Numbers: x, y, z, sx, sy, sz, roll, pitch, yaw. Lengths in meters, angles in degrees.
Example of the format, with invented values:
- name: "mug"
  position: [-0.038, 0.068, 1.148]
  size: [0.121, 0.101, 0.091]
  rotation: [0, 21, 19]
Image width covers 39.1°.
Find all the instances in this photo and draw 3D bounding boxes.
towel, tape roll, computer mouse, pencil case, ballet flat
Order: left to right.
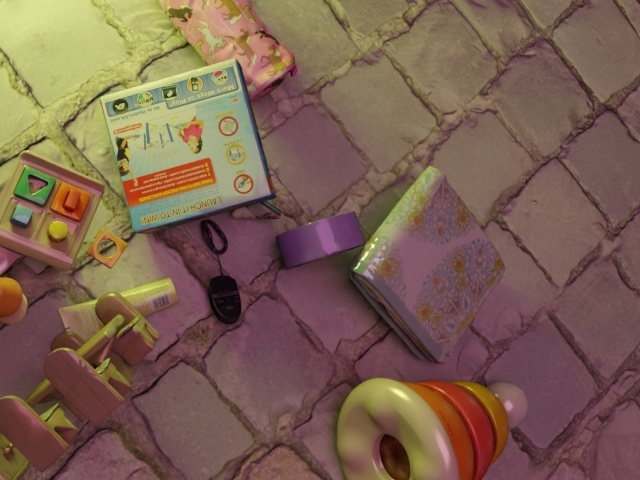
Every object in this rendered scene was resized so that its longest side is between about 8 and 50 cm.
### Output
- name: "computer mouse"
  position: [-0.228, 0.070, 2.000]
  size: [0.071, 0.041, 0.242]
  rotation: [-6, 76, -30]
- name: "pencil case"
  position: [-0.220, -0.489, 2.028]
  size: [0.386, 0.167, 0.160]
  rotation: [53, 34, -6]
- name: "ballet flat"
  position: [-0.193, -0.102, 2.025]
  size: [0.221, 0.077, 0.079]
  rotation: [40, 89, -5]
- name: "tape roll"
  position: [0.000, 0.000, 2.010]
  size: [0.189, 0.189, 0.080]
  rotation: [-17, 87, -22]
- name: "towel"
  position: [0.255, 0.067, 2.086]
  size: [0.320, 0.090, 0.374]
  rotation: [-53, 125, -20]

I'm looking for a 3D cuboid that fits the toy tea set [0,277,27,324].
- name: "toy tea set"
  position: [-0.710, 0.151, 1.708]
  size: [0.336, 0.124, 0.199]
  rotation: [1, 78, 14]

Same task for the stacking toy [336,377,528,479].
- name: "stacking toy"
  position: [0.309, 0.434, 2.033]
  size: [0.480, 0.351, 0.350]
  rotation: [-11, 85, -38]

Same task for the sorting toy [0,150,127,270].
- name: "sorting toy"
  position: [-0.542, -0.061, 1.786]
  size: [0.348, 0.047, 0.195]
  rotation: [24, 73, -17]

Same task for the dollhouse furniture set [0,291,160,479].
- name: "dollhouse furniture set"
  position: [-0.548, 0.259, 1.686]
  size: [0.394, 0.362, 0.256]
  rotation: [-41, 99, 9]

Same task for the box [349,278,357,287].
- name: "box"
  position: [0.181, 0.031, 2.142]
  size: [0.100, 0.060, 0.244]
  rotation: [40, 70, -10]

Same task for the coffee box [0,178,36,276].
- name: "coffee box"
  position: [-0.660, -0.001, 1.811]
  size: [0.246, 0.098, 0.141]
  rotation: [-44, 98, -21]

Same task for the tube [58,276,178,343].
- name: "tube"
  position: [-0.423, 0.144, 1.904]
  size: [0.240, 0.062, 0.070]
  rotation: [-21, 48, -18]

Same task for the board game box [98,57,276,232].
- name: "board game box"
  position: [-0.281, -0.198, 1.927]
  size: [0.308, 0.086, 0.301]
  rotation: [-15, 87, 4]
